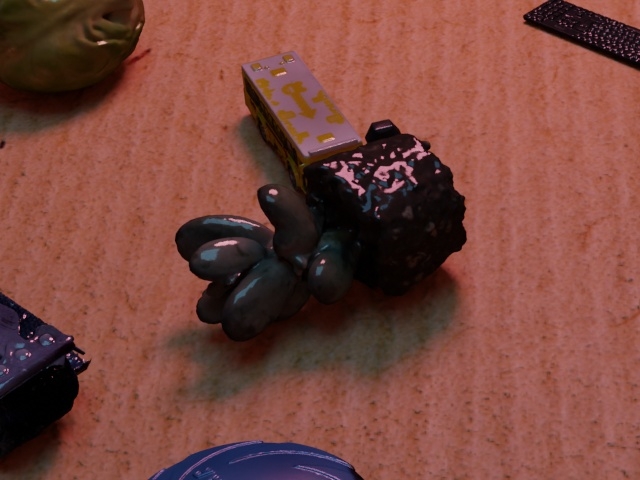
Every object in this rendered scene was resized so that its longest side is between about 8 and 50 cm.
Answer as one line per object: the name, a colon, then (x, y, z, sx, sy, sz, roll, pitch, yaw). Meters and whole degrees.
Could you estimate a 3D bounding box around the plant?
plant: (0.002, 0.001, 1.755, 0.274, 0.149, 0.146, -21, 39, -15)

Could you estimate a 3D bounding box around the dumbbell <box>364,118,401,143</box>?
dumbbell: (0.076, -0.096, 1.966, 0.036, 0.040, 0.083, -37, 36, 12)

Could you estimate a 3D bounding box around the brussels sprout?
brussels sprout: (-0.317, -0.261, 2.151, 0.223, 0.161, 0.223, -4, 13, 1)

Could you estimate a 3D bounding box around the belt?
belt: (-0.314, 0.102, 1.685, 0.218, 0.122, 0.128, 30, 48, 30)

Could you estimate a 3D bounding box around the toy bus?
toy bus: (-0.017, -0.126, 1.987, 0.081, 0.074, 0.226, -15, 37, -12)

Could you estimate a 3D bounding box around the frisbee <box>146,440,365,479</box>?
frisbee: (-0.062, 0.244, 1.524, 0.242, 0.045, 0.242, -3, 38, 3)

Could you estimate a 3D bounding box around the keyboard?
keyboard: (0.335, -0.245, 2.147, 0.061, 0.013, 0.204, -32, 44, -31)
